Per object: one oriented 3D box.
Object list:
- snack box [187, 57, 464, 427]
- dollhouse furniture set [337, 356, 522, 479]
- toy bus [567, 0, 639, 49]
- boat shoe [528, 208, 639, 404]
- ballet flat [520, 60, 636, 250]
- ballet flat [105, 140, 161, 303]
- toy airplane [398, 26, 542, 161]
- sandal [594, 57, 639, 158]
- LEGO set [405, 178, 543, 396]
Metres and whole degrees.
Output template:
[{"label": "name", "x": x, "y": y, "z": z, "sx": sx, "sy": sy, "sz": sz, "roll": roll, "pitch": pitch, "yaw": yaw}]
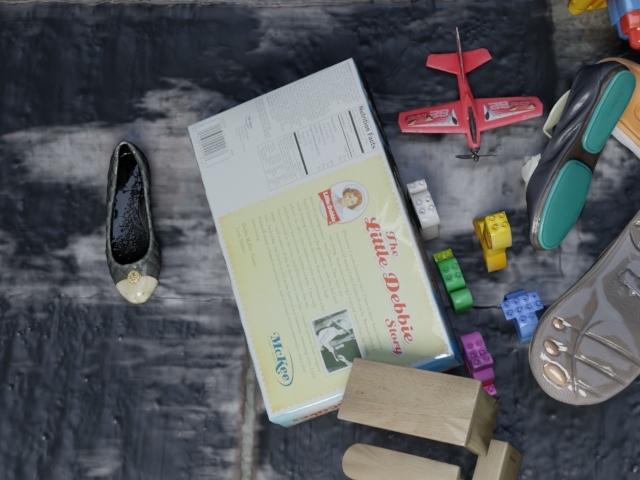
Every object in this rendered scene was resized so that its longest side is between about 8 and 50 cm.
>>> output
[{"label": "snack box", "x": 0.000, "y": 0.000, "z": 1.135, "sx": 0.187, "sy": 0.060, "sz": 0.321, "roll": -21, "pitch": 70, "yaw": 11}, {"label": "dollhouse furniture set", "x": 0.094, "y": 0.205, "z": 1.046, "sx": 0.123, "sy": 0.151, "sz": 0.144, "roll": 8, "pitch": 71, "yaw": 30}, {"label": "toy bus", "x": 0.352, "y": -0.306, "z": 1.194, "sx": 0.220, "sy": 0.149, "sz": 0.211, "roll": -14, "pitch": 84, "yaw": -3}, {"label": "boat shoe", "x": 0.320, "y": 0.026, "z": 1.084, "sx": 0.324, "sy": 0.116, "sz": 0.123, "roll": -38, "pitch": 81, "yaw": -2}, {"label": "ballet flat", "x": 0.246, "y": -0.088, "z": 1.159, "sx": 0.074, "sy": 0.074, "sz": 0.203, "roll": 25, "pitch": 91, "yaw": 12}, {"label": "ballet flat", "x": -0.197, "y": -0.019, "z": 1.180, "sx": 0.058, "sy": 0.049, "sz": 0.173, "roll": -10, "pitch": 71, "yaw": 2}, {"label": "toy airplane", "x": 0.150, "y": -0.150, "z": 1.208, "sx": 0.151, "sy": 0.028, "sz": 0.151, "roll": -1, "pitch": 71, "yaw": 3}, {"label": "sandal", "x": 0.370, "y": -0.097, "z": 1.147, "sx": 0.265, "sy": 0.076, "sz": 0.102, "roll": 42, "pitch": 79, "yaw": 16}, {"label": "LEGO set", "x": 0.155, "y": 0.026, "z": 1.113, "sx": 0.087, "sy": 0.093, "sz": 0.227, "roll": -18, "pitch": 70, "yaw": -2}]
